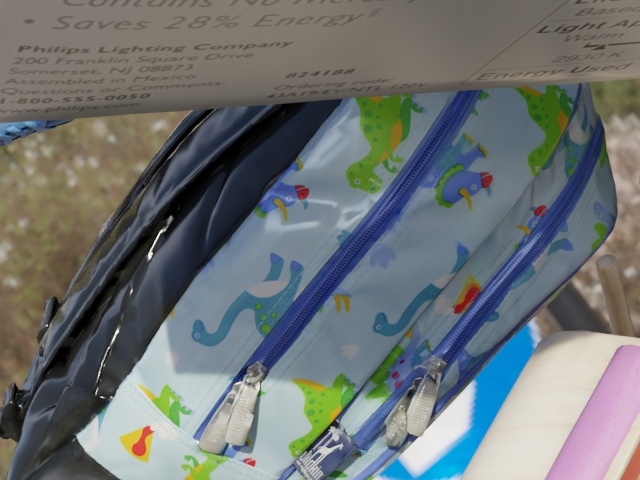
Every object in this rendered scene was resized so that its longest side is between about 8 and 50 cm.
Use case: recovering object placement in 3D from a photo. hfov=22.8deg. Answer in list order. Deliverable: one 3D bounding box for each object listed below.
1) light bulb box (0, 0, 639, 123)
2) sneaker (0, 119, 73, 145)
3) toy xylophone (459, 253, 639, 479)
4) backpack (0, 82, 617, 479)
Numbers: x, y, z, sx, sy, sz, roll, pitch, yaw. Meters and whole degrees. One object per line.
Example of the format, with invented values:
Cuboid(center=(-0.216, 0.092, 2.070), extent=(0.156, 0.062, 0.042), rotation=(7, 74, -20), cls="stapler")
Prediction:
Cuboid(center=(0.082, -0.194, 0.388), extent=(0.357, 0.225, 0.361), rotation=(-6, -12, -20), cls="light bulb box")
Cuboid(center=(-0.211, -0.098, 1.113), extent=(0.209, 0.082, 0.069), rotation=(-43, 2, 2), cls="sneaker")
Cuboid(center=(0.145, 0.151, 0.818), extent=(0.081, 0.323, 0.236), rotation=(17, 64, 28), cls="toy xylophone")
Cuboid(center=(0.000, 0.000, 0.930), extent=(0.290, 0.273, 0.356), rotation=(-80, 15, -70), cls="backpack")
